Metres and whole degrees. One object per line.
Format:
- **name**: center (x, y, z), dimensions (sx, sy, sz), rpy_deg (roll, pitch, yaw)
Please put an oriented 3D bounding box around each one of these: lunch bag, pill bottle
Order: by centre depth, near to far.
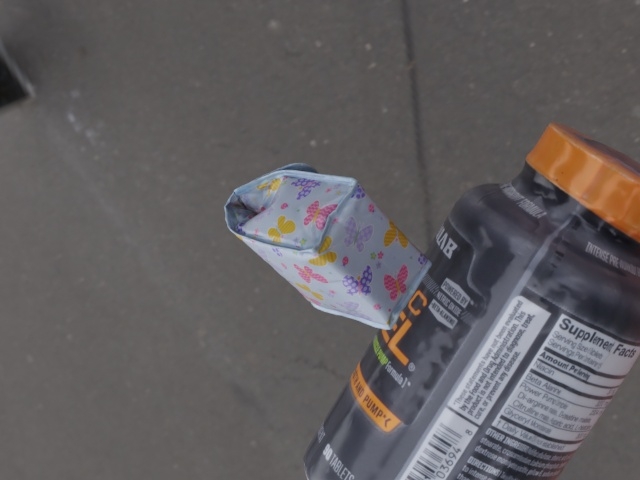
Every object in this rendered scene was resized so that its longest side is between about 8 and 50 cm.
- **lunch bag**: center (0.000, 0.000, 0.618), dimensions (0.083, 0.053, 0.071), rpy_deg (9, 152, 49)
- **pill bottle**: center (0.103, 0.058, 0.710), dimensions (0.130, 0.130, 0.246), rpy_deg (36, 105, 24)
